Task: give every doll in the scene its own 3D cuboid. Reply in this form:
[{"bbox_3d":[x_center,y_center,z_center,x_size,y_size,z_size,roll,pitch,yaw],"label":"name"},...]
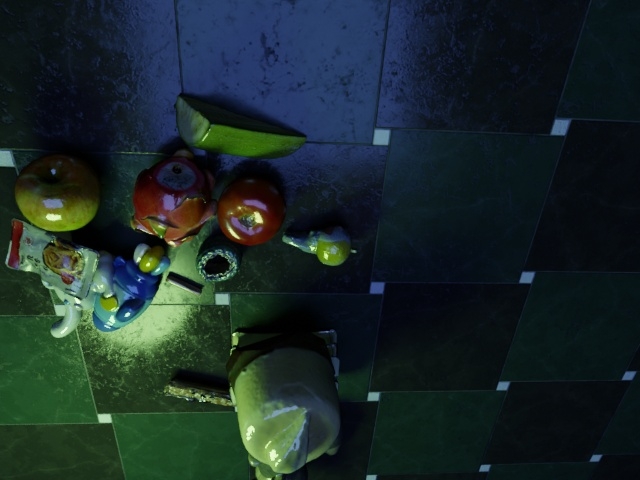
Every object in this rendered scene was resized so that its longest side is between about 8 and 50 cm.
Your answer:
[{"bbox_3d":[-0.081,0.829,1.700,0.379,0.252,0.382,-12,125,2],"label":"doll"},{"bbox_3d":[-0.615,0.133,1.300,0.366,0.187,0.376,8,133,-2],"label":"doll"}]

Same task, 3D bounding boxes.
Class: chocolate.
[{"bbox_3d":[-0.090,0.470,1.301,0.314,0.297,0.326,-16,110,-5],"label":"chocolate"},{"bbox_3d":[-0.383,0.544,1.614,0.329,0.065,0.102,15,149,-13],"label":"chocolate"}]

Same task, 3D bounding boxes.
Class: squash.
[{"bbox_3d":[-0.213,-0.278,1.196,0.289,0.203,0.111,-5,126,-43],"label":"squash"}]

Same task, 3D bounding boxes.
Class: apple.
[{"bbox_3d":[-0.658,-0.116,1.158,0.196,0.196,0.196,-2,119,-4],"label":"apple"}]

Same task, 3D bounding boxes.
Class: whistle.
[{"bbox_3d":[0.000,0.000,1.328,0.223,0.123,0.122,13,118,6],"label":"whistle"}]

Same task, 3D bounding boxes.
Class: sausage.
[{"bbox_3d":[-0.424,0.141,1.412,0.116,0.026,0.026,28,113,-18],"label":"sausage"}]

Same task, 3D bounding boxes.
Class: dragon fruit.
[{"bbox_3d":[-0.374,-0.101,1.177,0.224,0.224,0.227,22,146,-16],"label":"dragon fruit"}]

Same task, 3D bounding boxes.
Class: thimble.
[{"bbox_3d":[-0.297,0.053,1.337,0.135,0.090,0.118,-22,116,10],"label":"thimble"}]

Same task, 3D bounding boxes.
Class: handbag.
[{"bbox_3d":[-0.121,0.437,1.526,0.359,0.160,0.236,0,123,-5],"label":"handbag"}]

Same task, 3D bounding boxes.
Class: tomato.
[{"bbox_3d":[-0.187,-0.084,1.244,0.195,0.136,0.195,-1,121,-2],"label":"tomato"}]

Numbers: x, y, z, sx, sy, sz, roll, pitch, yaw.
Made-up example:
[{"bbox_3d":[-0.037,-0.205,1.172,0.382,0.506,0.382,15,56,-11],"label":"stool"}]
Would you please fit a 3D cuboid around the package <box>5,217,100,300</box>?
[{"bbox_3d":[-0.706,0.049,1.196,0.239,0.030,0.154,24,109,1],"label":"package"}]
